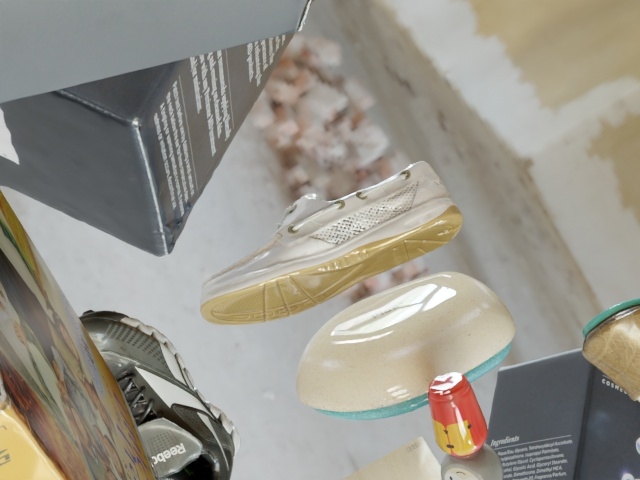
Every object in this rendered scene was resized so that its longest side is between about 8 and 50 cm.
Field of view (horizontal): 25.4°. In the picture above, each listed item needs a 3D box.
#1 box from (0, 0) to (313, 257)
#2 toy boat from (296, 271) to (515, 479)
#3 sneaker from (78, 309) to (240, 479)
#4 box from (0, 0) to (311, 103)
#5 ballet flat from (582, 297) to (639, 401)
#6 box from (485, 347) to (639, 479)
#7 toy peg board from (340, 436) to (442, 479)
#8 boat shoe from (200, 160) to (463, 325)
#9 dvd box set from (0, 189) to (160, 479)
[{"bbox_3d":[-0.252,-0.320,1.350,0.480,0.471,0.297,24,-23,9],"label":"box"},{"bbox_3d":[0.116,0.167,1.609,0.318,0.268,0.148,-125,-165,-64],"label":"toy boat"},{"bbox_3d":[-0.149,0.160,1.298,0.234,0.078,0.106,53,17,-31],"label":"sneaker"},{"bbox_3d":[-0.150,-0.187,0.807,0.261,0.103,0.184,-18,57,-31],"label":"box"},{"bbox_3d":[0.352,0.127,1.330,0.342,0.116,0.124,14,50,-60],"label":"ballet flat"},{"bbox_3d":[0.381,0.388,1.924,0.294,0.212,0.395,25,63,-26],"label":"box"},{"bbox_3d":[0.090,0.339,1.737,0.079,0.161,0.161,62,-2,-20],"label":"toy peg board"},{"bbox_3d":[0.000,0.000,1.428,0.098,0.277,0.096,83,-15,-66],"label":"boat shoe"},{"bbox_3d":[-0.176,0.108,0.893,0.420,0.062,0.307,71,-6,-50],"label":"dvd box set"}]
